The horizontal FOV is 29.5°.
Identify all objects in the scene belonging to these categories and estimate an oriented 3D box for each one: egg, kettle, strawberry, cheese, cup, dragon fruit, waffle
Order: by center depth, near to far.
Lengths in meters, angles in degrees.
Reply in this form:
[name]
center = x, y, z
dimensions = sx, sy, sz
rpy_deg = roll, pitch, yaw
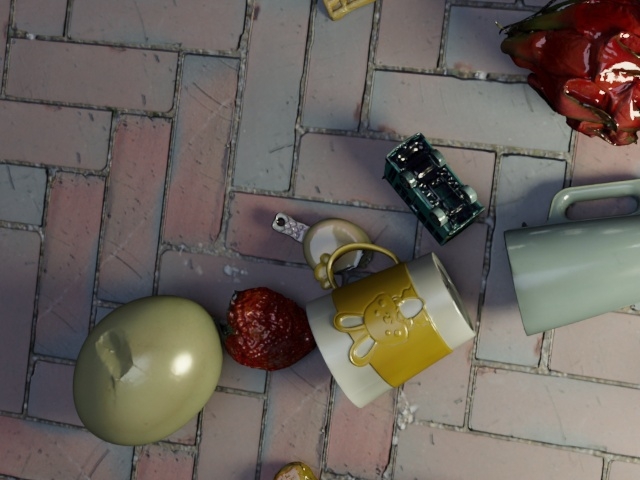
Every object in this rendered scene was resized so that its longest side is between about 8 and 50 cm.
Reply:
[dragon fruit]
center = 0.385, -0.254, 1.741
dimensions = 0.293, 0.234, 0.234
rpy_deg = 15, 95, -1
[kettle]
center = 0.401, 0.015, 1.804
dimensions = 0.243, 0.160, 0.211
rpy_deg = -14, 58, 9
[cup]
center = 0.096, 0.106, 1.865
dimensions = 0.226, 0.185, 0.241
rpy_deg = -27, 81, 10
[strawberry]
center = -0.085, 0.147, 1.947
dimensions = 0.148, 0.131, 0.131
rpy_deg = 24, 97, 20
[waffle]
center = 0.066, -0.423, 1.948
dimensions = 0.152, 0.023, 0.098
rpy_deg = -20, 86, 17
[egg]
center = -0.279, 0.207, 1.955
dimensions = 0.269, 0.219, 0.219
rpy_deg = -44, 78, -4
[cheese]
center = -0.001, 0.007, 1.958
dimensions = 0.171, 0.047, 0.092
rpy_deg = 6, 90, 16

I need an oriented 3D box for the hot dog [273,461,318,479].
[hot dog]
center = 0.017, 0.487, 1.948
dimensions = 0.083, 0.068, 0.289
rpy_deg = -31, 77, -8

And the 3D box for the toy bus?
[toy bus]
center = 0.170, -0.078, 1.883
dimensions = 0.079, 0.092, 0.160
rpy_deg = -36, 80, -16
